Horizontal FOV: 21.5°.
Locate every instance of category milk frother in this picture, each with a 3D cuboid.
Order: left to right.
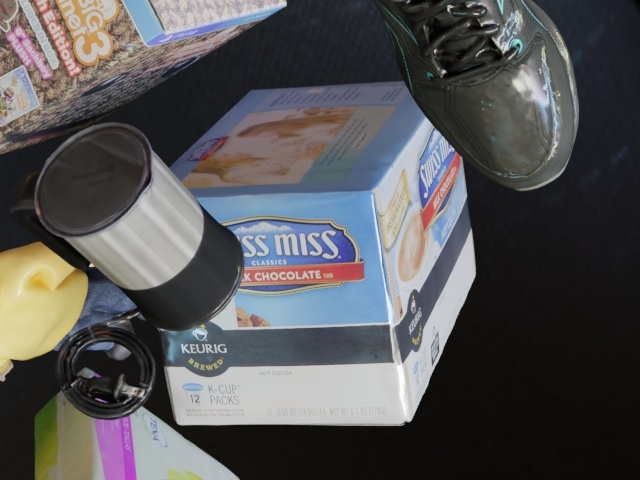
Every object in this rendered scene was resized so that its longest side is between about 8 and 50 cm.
[{"bbox_3d":[-0.134,0.024,1.082,0.129,0.135,0.143,-14,56,20],"label":"milk frother"}]

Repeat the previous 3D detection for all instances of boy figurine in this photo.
[{"bbox_3d":[-0.295,0.066,1.658,0.092,0.285,0.177,48,117,35],"label":"boy figurine"}]

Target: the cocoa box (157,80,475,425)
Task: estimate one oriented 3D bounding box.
[{"bbox_3d":[0.000,0.000,1.621,0.231,0.228,0.347,-2,21,17],"label":"cocoa box"}]

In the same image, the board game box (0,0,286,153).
[{"bbox_3d":[-0.224,-0.216,1.677,0.291,0.232,0.141,-27,90,32],"label":"board game box"}]

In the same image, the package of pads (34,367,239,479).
[{"bbox_3d":[-0.170,0.274,1.672,0.101,0.229,0.296,-46,22,11],"label":"package of pads"}]

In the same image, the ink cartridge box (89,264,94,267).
[{"bbox_3d":[-0.259,-0.005,2.134,0.104,0.181,0.061,-24,23,-5],"label":"ink cartridge box"}]

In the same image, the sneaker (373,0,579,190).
[{"bbox_3d":[0.064,-0.143,0.979,0.101,0.267,0.106,-25,9,21],"label":"sneaker"}]
